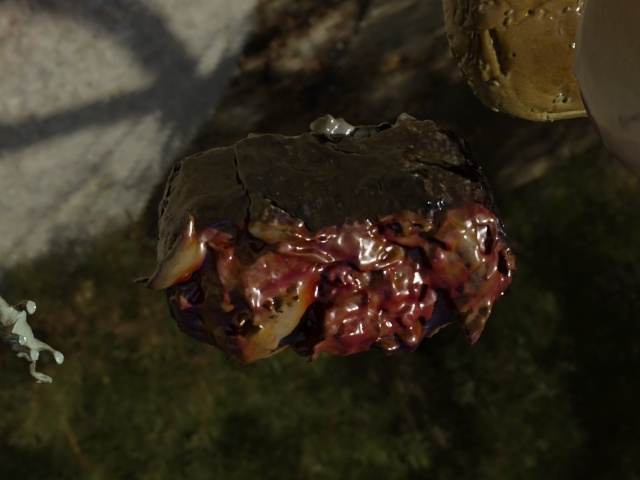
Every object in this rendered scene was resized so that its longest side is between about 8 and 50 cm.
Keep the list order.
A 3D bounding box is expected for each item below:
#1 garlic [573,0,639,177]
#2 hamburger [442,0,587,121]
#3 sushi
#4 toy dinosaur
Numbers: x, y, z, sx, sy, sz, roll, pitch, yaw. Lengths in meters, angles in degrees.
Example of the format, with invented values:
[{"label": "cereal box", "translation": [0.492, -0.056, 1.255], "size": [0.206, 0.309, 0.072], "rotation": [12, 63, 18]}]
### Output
[{"label": "garlic", "translation": [0.207, -0.083, 0.859], "size": [0.129, 0.266, 0.148], "rotation": [-18, 138, 8]}, {"label": "hamburger", "translation": [0.223, -0.251, 1.623], "size": [0.211, 0.308, 0.132], "rotation": [-14, -153, -2]}, {"label": "sushi", "translation": [0.000, 0.000, 1.446], "size": [0.343, 0.196, 0.182], "rotation": [-9, -153, -8]}, {"label": "toy dinosaur", "translation": [-0.267, 0.079, 1.425], "size": [0.058, 0.180, 0.037], "rotation": [8, -133, 27]}]
